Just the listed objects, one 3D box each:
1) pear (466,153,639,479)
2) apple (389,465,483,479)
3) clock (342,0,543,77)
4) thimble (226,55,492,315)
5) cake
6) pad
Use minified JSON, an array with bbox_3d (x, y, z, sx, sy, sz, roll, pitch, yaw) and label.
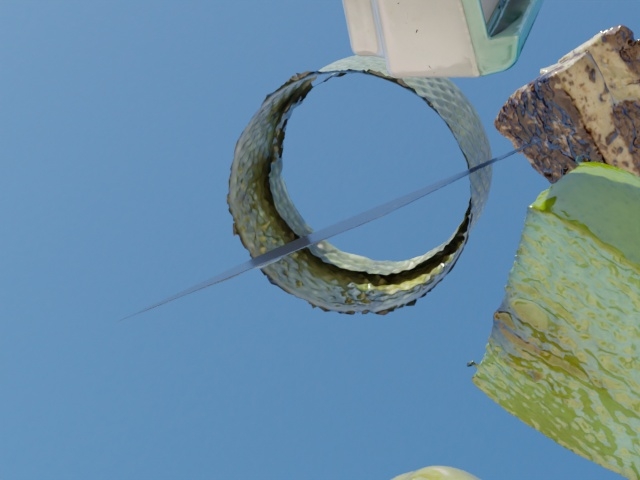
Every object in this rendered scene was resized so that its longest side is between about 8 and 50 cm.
[{"bbox_3d":[0.250,0.073,0.975,0.239,0.139,0.288,42,-24,20],"label":"pear"},{"bbox_3d":[0.115,0.302,1.253,0.200,0.200,0.200,5,-68,13],"label":"apple"},{"bbox_3d":[0.069,-0.247,0.814,0.116,0.262,0.231,-5,-60,22],"label":"clock"},{"bbox_3d":[0.049,-0.068,1.469,0.271,0.150,0.271,5,-72,16],"label":"thimble"},{"bbox_3d":[0.265,-0.057,1.228,0.246,0.112,0.135,60,-27,-7],"label":"cake"},{"bbox_3d":[0.000,-0.001,0.856,0.265,0.159,0.009,-22,-88,46],"label":"pad"}]
